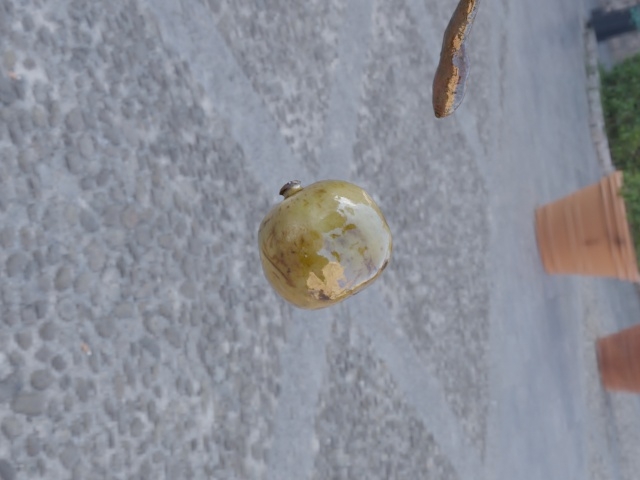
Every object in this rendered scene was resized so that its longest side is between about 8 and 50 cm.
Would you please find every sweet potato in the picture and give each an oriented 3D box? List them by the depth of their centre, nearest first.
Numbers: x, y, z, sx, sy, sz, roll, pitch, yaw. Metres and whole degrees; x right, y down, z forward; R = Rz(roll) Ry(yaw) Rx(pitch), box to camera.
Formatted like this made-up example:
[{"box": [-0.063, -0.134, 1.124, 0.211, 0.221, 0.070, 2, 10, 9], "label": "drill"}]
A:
[{"box": [0.188, -0.264, 1.283, 0.050, 0.050, 0.214, -68, 169, -50], "label": "sweet potato"}]

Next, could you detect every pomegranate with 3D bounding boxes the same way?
[{"box": [0.000, 0.000, 1.495, 0.215, 0.215, 0.215, -9, 90, -67], "label": "pomegranate"}]
